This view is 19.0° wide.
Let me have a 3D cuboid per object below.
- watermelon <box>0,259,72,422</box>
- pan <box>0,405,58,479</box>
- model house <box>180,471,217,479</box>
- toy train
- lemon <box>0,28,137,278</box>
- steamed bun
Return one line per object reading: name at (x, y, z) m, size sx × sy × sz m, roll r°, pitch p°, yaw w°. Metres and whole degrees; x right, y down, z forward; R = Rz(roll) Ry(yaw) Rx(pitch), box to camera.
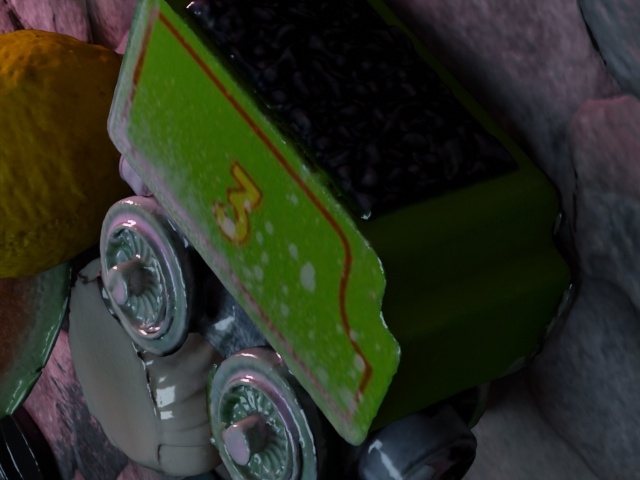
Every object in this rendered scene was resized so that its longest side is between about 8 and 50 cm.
watermelon at (-0.296, -0.035, 1.565) m, size 0.222 × 0.319 × 0.292 m, roll -22°, pitch 134°, yaw 34°
pan at (-0.300, 0.260, 1.951) m, size 0.136 × 0.028 × 0.235 m, roll 31°, pitch 133°, yaw 49°
model house at (-0.127, 0.376, 1.507) m, size 0.280 × 0.248 × 0.230 m, roll 46°, pitch 147°, yaw 33°
toy train at (0.000, 0.000, 1.098) m, size 0.307 × 0.173 × 0.249 m, roll 51°, pitch 140°, yaw 27°
lemon at (-0.221, -0.062, 1.395) m, size 0.180 × 0.193 × 0.180 m, roll 26°, pitch 148°, yaw 17°
steamed bun at (-0.109, 0.082, 1.405) m, size 0.183 × 0.106 × 0.183 m, roll 38°, pitch 138°, yaw 45°
